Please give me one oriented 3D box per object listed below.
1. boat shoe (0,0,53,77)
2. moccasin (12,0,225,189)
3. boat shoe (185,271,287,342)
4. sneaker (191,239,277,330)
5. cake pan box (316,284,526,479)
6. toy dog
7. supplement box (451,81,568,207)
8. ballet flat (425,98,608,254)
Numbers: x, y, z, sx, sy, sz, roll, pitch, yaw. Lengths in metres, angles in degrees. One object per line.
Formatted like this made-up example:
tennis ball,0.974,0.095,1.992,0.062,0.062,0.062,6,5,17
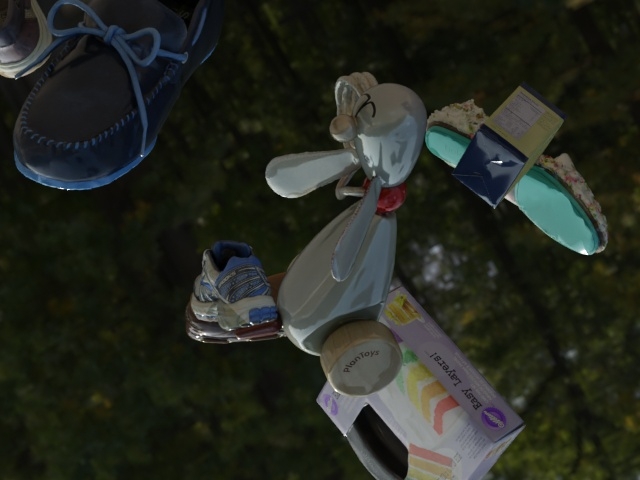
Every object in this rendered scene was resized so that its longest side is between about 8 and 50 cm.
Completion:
boat shoe,-0.385,-0.309,1.531,0.102,0.285,0.092,-27,156,-5
moccasin,-0.179,-0.176,1.226,0.342,0.137,0.117,-70,177,-51
boat shoe,-0.064,0.085,1.688,0.206,0.073,0.073,-1,-130,-14
sneaker,-0.063,0.026,0.995,0.052,0.058,0.135,-11,-173,-19
cake pan box,0.122,0.227,1.833,0.070,0.246,0.267,-25,157,-34
toy dog,0.000,0.000,1.380,0.161,0.334,0.220,-6,-161,-21
supplement box,0.184,-0.093,1.344,0.083,0.056,0.083,-45,170,-32
ballet flat,0.221,-0.079,1.481,0.077,0.241,0.091,-41,159,-33
